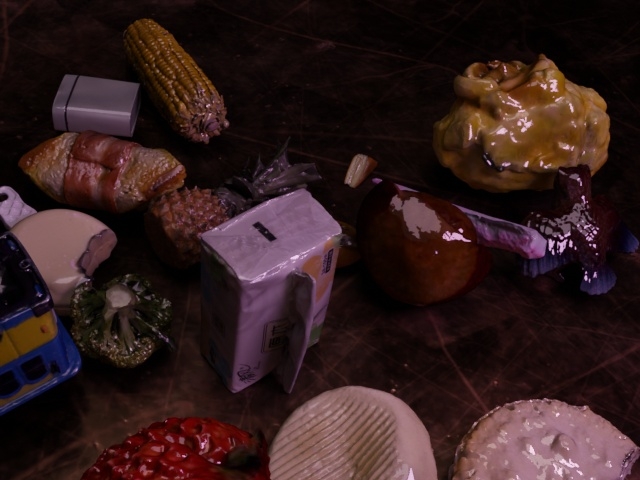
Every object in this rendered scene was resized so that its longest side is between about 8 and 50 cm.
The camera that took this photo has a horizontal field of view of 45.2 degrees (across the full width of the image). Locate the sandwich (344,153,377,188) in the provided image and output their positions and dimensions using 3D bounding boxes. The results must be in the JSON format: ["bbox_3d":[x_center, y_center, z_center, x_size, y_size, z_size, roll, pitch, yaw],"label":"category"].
[{"bbox_3d":[0.070,-0.128,1.312,0.031,0.044,0.083,22,45,18],"label":"sandwich"}]

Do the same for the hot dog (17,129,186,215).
[{"bbox_3d":[-0.328,-0.100,1.180,0.262,0.093,0.123,15,78,10],"label":"hot dog"}]

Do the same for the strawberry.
[{"bbox_3d":[-0.168,0.292,0.732,0.258,0.261,0.261,12,46,-3],"label":"strawberry"}]

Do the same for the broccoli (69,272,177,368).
[{"bbox_3d":[-0.255,0.100,0.987,0.130,0.120,0.131,-7,56,-12],"label":"broccoli"}]

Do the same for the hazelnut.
[{"bbox_3d":[0.140,0.000,1.103,0.161,0.170,0.201,-27,83,-31],"label":"hazelnut"}]

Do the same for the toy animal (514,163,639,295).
[{"bbox_3d":[0.400,-0.020,1.168,0.219,0.179,0.116,-11,23,-17],"label":"toy animal"}]

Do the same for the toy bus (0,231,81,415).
[{"bbox_3d":[-0.441,0.132,0.869,0.288,0.175,0.138,-28,54,-22],"label":"toy bus"}]

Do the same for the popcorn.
[{"bbox_3d":[0.326,-0.180,1.260,0.287,0.252,0.215,-6,44,-1],"label":"popcorn"}]

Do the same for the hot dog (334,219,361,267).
[{"bbox_3d":[0.001,-0.001,1.167,0.140,0.060,0.089,9,42,3],"label":"hot dog"}]

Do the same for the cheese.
[{"bbox_3d":[-0.407,0.009,1.085,0.249,0.070,0.163,21,47,12],"label":"cheese"}]

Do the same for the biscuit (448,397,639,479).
[{"bbox_3d":[0.246,0.285,0.910,0.179,0.084,0.281,38,53,24],"label":"biscuit"}]

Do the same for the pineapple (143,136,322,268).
[{"bbox_3d":[-0.129,-0.055,1.168,0.277,0.130,0.119,-32,29,-30],"label":"pineapple"}]

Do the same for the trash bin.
[{"bbox_3d":[-0.385,-0.234,1.331,0.130,0.059,0.116,5,46,-6],"label":"trash bin"}]

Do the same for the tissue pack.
[{"bbox_3d":[-0.052,0.080,0.961,0.159,0.229,0.145,-27,57,-31],"label":"tissue pack"}]

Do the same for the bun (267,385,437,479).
[{"bbox_3d":[0.038,0.279,0.867,0.223,0.127,0.222,-15,48,18],"label":"bun"}]

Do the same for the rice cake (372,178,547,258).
[{"bbox_3d":[0.201,-0.034,1.175,0.290,0.081,0.051,22,81,31],"label":"rice cake"}]

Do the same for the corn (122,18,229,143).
[{"bbox_3d":[-0.263,-0.285,1.367,0.115,0.115,0.317,-19,51,-24],"label":"corn"}]
